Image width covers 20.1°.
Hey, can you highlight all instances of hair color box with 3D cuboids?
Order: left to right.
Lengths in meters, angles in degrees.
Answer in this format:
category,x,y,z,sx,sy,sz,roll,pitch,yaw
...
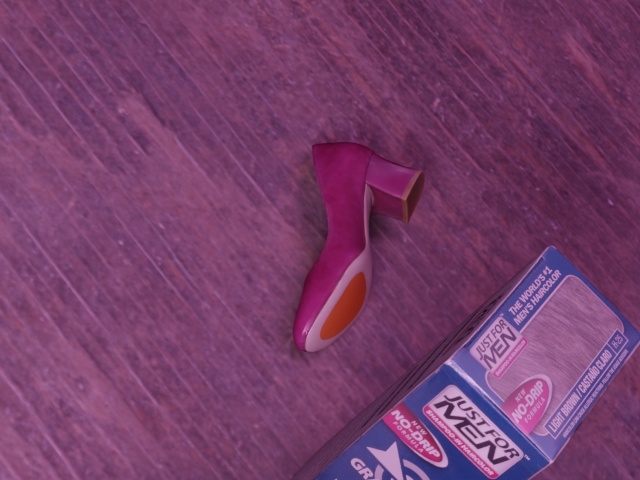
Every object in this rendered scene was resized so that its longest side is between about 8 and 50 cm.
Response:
category,x,y,z,sx,sy,sz,roll,pitch,yaw
hair color box,0.077,0.166,1.384,0.105,0.347,0.174,45,44,2

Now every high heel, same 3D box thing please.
category,x,y,z,sx,sy,sz,roll,pitch,yaw
high heel,0.000,0.000,1.678,0.117,0.082,0.244,17,56,18
